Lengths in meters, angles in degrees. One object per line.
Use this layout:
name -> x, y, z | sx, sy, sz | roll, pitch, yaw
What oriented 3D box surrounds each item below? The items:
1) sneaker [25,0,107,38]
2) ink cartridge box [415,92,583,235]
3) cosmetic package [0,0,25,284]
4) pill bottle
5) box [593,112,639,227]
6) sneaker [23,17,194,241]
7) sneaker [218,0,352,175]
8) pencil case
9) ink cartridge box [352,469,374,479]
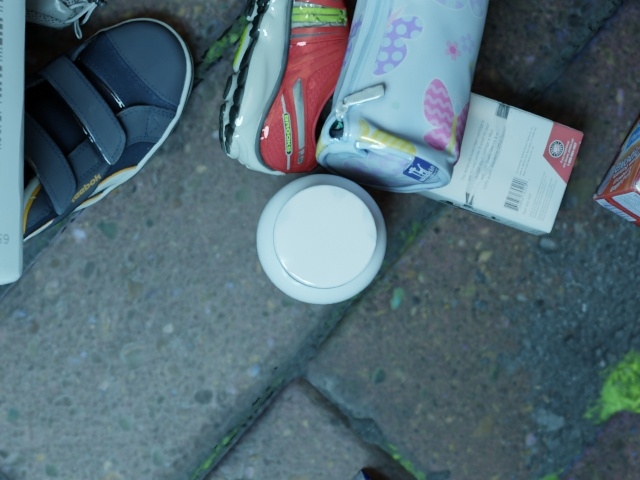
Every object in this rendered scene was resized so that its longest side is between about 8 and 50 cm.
sneaker -> -0.222, -0.243, 0.949 | 0.281, 0.105, 0.115 | -22, 97, 8
ink cartridge box -> 0.157, -0.073, 0.966 | 0.135, 0.056, 0.099 | 20, 86, -1
cosmetic package -> -0.459, -0.126, 0.736 | 0.394, 0.327, 0.329 | -4, 86, 34
pill bottle -> 0.000, 0.000, 0.890 | 0.108, 0.193, 0.108 | 0, 88, -2
box -> 0.396, -0.030, 0.937 | 0.257, 0.128, 0.122 | 30, 88, 0
sneaker -> -0.242, -0.080, 0.922 | 0.321, 0.127, 0.126 | -44, 88, -4
sneaker -> -0.007, -0.193, 0.960 | 0.118, 0.107, 0.279 | 17, 91, -20
pencil case -> 0.075, -0.176, 0.899 | 0.124, 0.113, 0.273 | 22, 74, -29
ink cartridge box -> 0.016, 0.323, 0.954 | 0.097, 0.046, 0.207 | 36, 87, -1
